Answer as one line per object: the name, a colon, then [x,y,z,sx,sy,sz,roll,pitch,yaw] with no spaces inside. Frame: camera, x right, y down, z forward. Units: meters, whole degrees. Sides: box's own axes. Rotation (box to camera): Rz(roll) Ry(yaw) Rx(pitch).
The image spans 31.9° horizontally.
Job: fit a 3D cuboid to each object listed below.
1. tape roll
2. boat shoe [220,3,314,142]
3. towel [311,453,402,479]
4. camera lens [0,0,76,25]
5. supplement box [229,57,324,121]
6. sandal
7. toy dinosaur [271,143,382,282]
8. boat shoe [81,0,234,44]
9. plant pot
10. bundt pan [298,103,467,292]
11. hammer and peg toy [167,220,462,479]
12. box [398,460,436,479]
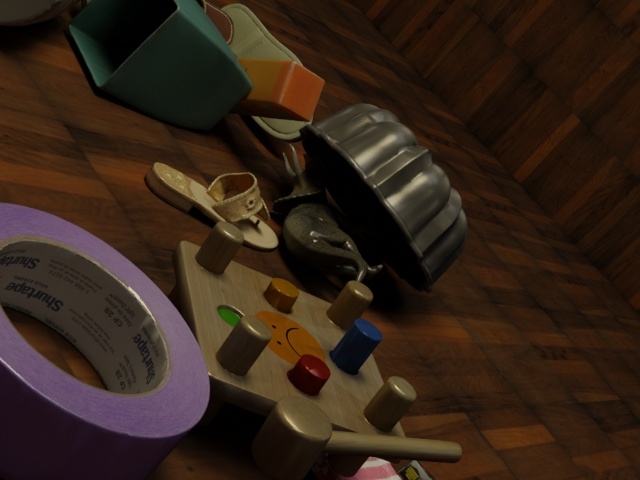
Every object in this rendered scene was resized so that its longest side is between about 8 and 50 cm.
tape roll: [-0.232,0.093,0.984,0.275,0.090,0.275,36,20,-15]
boat shoe: [-0.095,-0.283,2.018,0.340,0.127,0.113,52,-2,33]
towel: [0.057,0.274,1.253,0.144,0.029,0.197,13,35,-56]
camera lens: [-0.401,-0.420,1.547,0.219,0.219,0.274,39,19,-11]
supplement box: [-0.104,-0.246,1.805,0.233,0.078,0.080,14,-7,45]
sandal: [-0.123,-0.062,1.541,0.240,0.079,0.088,27,25,-39]
toy dinosaur: [0.000,0.000,1.646,0.160,0.121,0.313,23,29,-16]
boat shoe: [-0.242,-0.366,1.844,0.324,0.116,0.123,-2,87,-55]
plant pot: [-0.223,-0.279,1.698,0.234,0.165,0.166,33,20,-48]
bundt pan: [0.114,-0.082,1.770,0.331,0.124,0.331,51,-9,11]
hammer and peg toy: [-0.022,0.149,1.175,0.266,0.127,0.361,25,23,-27]
box: [0.137,0.304,1.275,0.094,0.027,0.137,53,-1,26]
